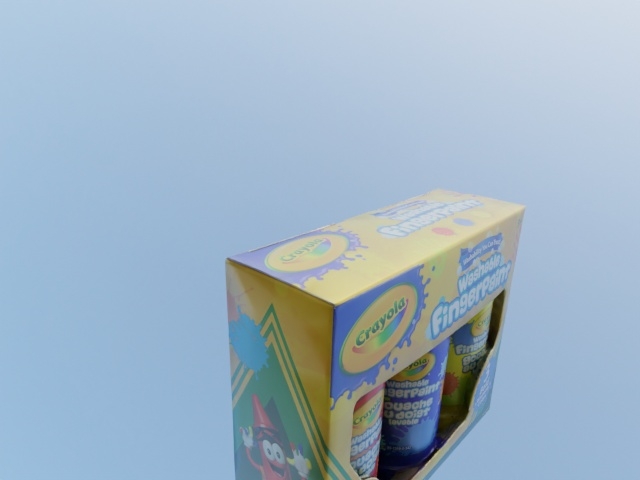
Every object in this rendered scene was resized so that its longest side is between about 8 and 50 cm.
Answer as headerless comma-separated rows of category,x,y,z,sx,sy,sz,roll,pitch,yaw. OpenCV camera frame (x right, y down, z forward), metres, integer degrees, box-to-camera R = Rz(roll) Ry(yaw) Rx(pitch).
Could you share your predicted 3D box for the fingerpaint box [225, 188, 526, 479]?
fingerpaint box,0.101,0.154,0.653,0.163,0.444,0.372,18,-65,39
